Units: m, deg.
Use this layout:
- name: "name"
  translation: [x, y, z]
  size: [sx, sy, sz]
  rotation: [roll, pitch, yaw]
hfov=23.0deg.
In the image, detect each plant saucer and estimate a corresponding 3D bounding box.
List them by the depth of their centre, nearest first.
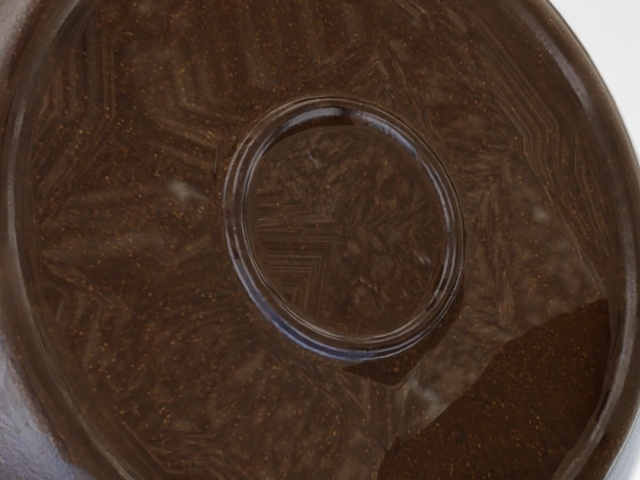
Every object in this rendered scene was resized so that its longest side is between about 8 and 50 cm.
- name: "plant saucer"
  translation: [0.000, 0.000, 0.520]
  size: [0.311, 0.310, 0.050]
  rotation: [23, 156, -21]
